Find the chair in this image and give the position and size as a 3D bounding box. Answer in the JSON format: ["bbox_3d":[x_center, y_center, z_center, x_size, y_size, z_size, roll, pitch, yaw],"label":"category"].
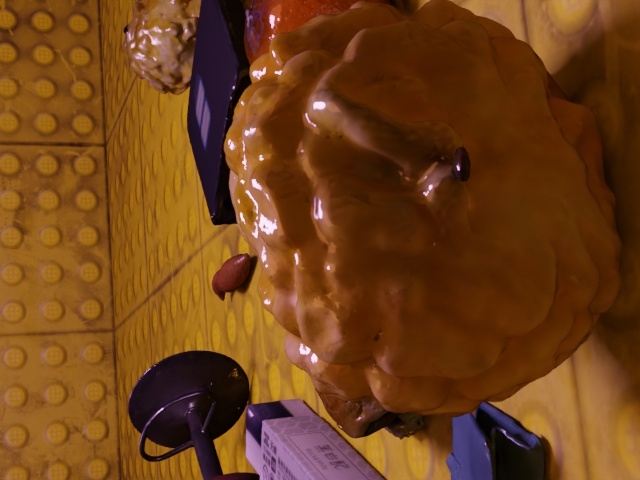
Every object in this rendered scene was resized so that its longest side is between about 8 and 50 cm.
[{"bbox_3d":[-0.175,0.386,1.609,0.401,0.226,0.227,-122,36,-53],"label":"chair"}]

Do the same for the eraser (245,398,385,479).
[{"bbox_3d":[-0.004,0.325,1.326,0.404,0.096,0.098,-153,63,-68],"label":"eraser"}]

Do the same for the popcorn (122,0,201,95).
[{"bbox_3d":[-0.316,-0.424,2.000,0.266,0.192,0.233,-26,59,49],"label":"popcorn"}]

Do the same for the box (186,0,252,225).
[{"bbox_3d":[-0.176,-0.249,1.779,0.350,0.091,0.359,-111,28,-45],"label":"box"}]

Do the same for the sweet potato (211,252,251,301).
[{"bbox_3d":[-0.168,0.067,1.816,0.055,0.058,0.202,64,154,7],"label":"sweet potato"}]

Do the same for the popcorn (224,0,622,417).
[{"bbox_3d":[0.062,-0.015,0.824,0.381,0.349,0.349,-41,53,56],"label":"popcorn"}]

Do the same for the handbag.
[{"bbox_3d":[0.159,0.277,0.952,0.144,0.057,0.221,-151,60,-75],"label":"handbag"}]

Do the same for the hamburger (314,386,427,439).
[{"bbox_3d":[0.050,0.085,1.116,0.265,0.134,0.285,-144,58,-63],"label":"hamburger"}]

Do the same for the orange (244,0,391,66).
[{"bbox_3d":[-0.009,-0.277,1.209,0.224,0.170,0.224,179,90,-68],"label":"orange"}]
